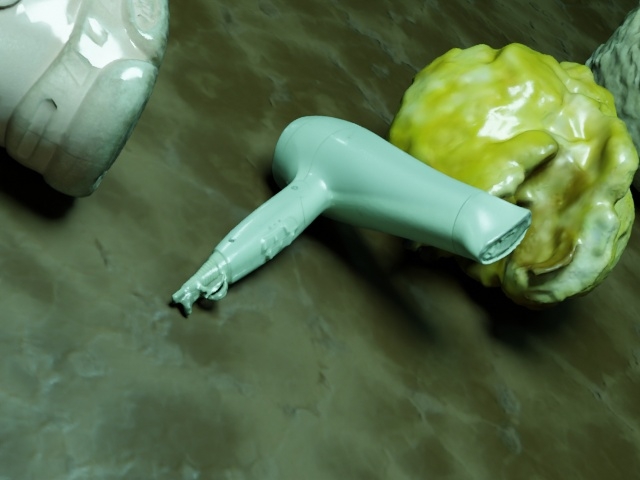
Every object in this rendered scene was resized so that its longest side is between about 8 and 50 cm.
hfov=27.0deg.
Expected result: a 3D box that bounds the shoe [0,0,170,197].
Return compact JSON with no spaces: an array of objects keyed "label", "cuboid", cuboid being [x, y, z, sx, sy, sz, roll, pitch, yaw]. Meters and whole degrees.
[{"label":"shoe","cuboid":[-0.211,-0.201,0.907,0.198,0.172,0.351,18,37,-24]}]

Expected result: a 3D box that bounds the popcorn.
[{"label":"popcorn","cuboid":[0.163,-0.049,1.091,0.190,0.191,0.254,51,20,-46]}]

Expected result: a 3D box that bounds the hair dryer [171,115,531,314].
[{"label":"hair dryer","cuboid":[0.000,0.000,0.938,0.206,0.075,0.237,25,43,37]}]

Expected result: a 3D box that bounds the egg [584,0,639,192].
[{"label":"egg","cuboid":[0.410,-0.149,1.382,0.279,0.279,0.310,55,8,22]}]
